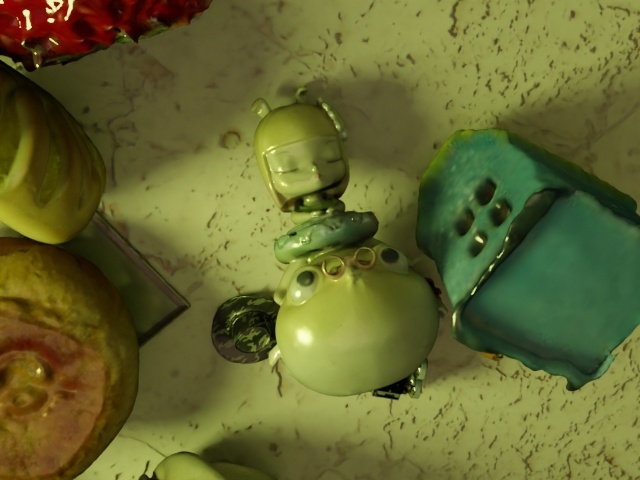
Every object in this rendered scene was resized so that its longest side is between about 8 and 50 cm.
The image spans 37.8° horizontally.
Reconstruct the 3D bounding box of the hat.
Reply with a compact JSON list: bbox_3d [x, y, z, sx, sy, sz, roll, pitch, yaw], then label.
[{"bbox_3d":[-0.098,0.132,1.310,0.121,0.050,0.121,0,113,-1],"label":"hat"}]

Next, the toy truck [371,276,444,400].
[{"bbox_3d":[0.109,0.138,1.304,0.083,0.092,0.192,10,118,-6],"label":"toy truck"}]

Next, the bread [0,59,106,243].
[{"bbox_3d":[-0.390,-0.127,1.074,0.333,0.333,0.160,33,81,-14],"label":"bread"}]

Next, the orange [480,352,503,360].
[{"bbox_3d":[0.254,0.129,1.322,0.086,0.062,0.086,-1,108,-2],"label":"orange"}]

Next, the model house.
[{"bbox_3d":[0.259,-0.011,1.151,0.237,0.303,0.215,25,115,-23],"label":"model house"}]

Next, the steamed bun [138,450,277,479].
[{"bbox_3d":[-0.203,0.459,1.297,0.255,0.367,0.342,28,148,11],"label":"steamed bun"}]

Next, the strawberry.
[{"bbox_3d":[-0.282,-0.367,0.992,0.295,0.317,0.345,-30,109,-30],"label":"strawberry"}]

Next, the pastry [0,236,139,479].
[{"bbox_3d":[-0.405,0.161,1.213,0.356,0.164,0.355,-2,97,-16],"label":"pastry"}]

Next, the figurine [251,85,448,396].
[{"bbox_3d":[0.000,0.000,1.183,0.227,0.274,0.394,-17,82,-14],"label":"figurine"}]

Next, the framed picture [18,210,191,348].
[{"bbox_3d":[-0.318,0.065,1.294,0.173,0.010,0.231,-38,108,11],"label":"framed picture"}]
